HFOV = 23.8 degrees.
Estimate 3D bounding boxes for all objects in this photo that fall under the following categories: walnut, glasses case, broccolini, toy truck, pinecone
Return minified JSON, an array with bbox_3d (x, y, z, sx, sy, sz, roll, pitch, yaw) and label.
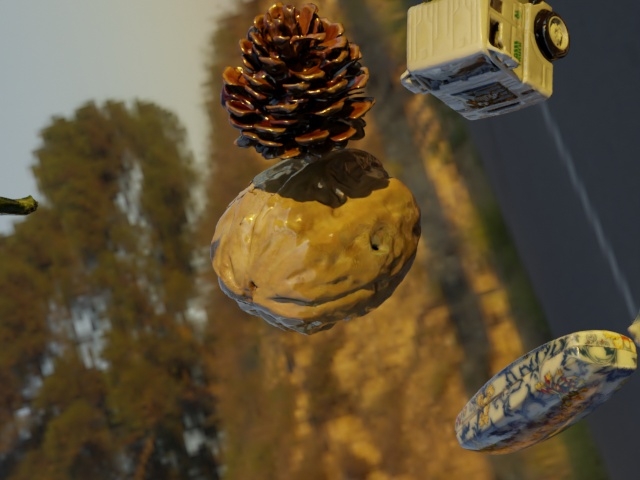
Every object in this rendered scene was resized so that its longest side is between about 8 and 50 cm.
[{"bbox_3d":[0.000,0.000,1.639,0.198,0.245,0.198,24,129,33],"label":"walnut"},{"bbox_3d":[0.215,0.152,1.485,0.248,0.087,0.065,130,145,-55],"label":"glasses case"},{"bbox_3d":[-0.328,-0.044,1.398,0.201,0.074,0.058,-16,-75,-67],"label":"broccolini"},{"bbox_3d":[0.126,-0.225,1.187,0.125,0.101,0.243,25,-118,-45],"label":"toy truck"},{"bbox_3d":[-0.025,-0.158,1.530,0.173,0.173,0.174,164,90,-90],"label":"pinecone"}]

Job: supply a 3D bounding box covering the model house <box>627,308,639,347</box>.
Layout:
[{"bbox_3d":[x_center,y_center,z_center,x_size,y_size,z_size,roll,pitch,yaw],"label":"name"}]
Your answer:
[{"bbox_3d":[0.726,0.051,2.133,0.395,0.445,0.400,46,122,26],"label":"model house"}]
